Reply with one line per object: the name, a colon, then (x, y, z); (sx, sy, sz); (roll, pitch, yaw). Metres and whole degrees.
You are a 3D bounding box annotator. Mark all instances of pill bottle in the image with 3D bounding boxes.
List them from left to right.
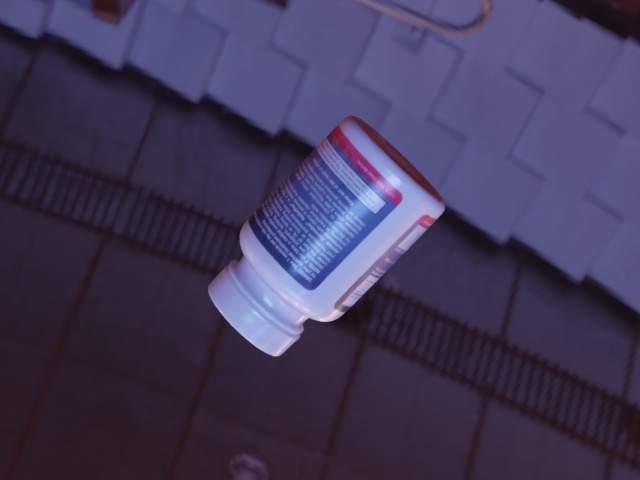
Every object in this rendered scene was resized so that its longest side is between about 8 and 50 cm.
pill bottle: (0.000, 0.000, 1.126); (0.108, 0.180, 0.108); (43, -171, -9)
